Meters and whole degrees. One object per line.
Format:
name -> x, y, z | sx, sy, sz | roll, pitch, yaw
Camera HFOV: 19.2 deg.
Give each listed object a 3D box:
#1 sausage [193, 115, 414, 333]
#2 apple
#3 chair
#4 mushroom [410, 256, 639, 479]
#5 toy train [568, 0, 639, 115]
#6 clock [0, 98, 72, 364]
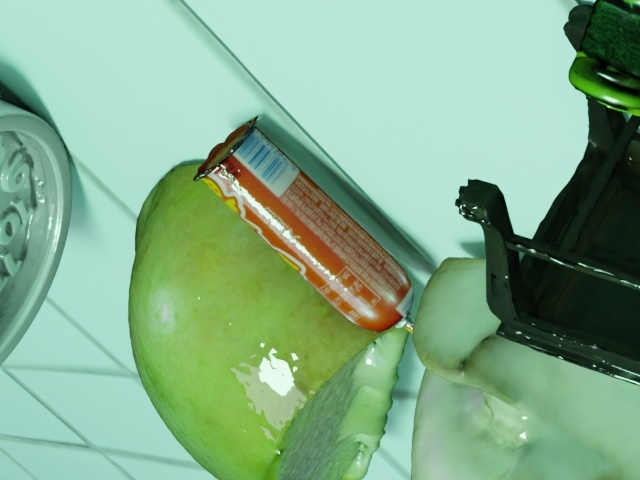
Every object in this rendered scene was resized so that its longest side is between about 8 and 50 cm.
sausage -> 0.000, 0.000, 0.993 | 0.145, 0.048, 0.050 | 43, 162, -10
apple -> -0.054, 0.065, 1.131 | 0.193, 0.120, 0.265 | 39, 155, 14
chair -> 0.148, 0.027, 0.781 | 0.113, 0.106, 0.229 | 20, 153, 29
mushroom -> 0.097, 0.132, 0.988 | 0.173, 0.162, 0.236 | -1, 137, 53
toy train -> 0.191, -0.019, 0.612 | 0.249, 0.053, 0.085 | 35, -158, 32
clock -> -0.234, 0.003, 1.139 | 0.068, 0.197, 0.197 | 23, 155, 22
